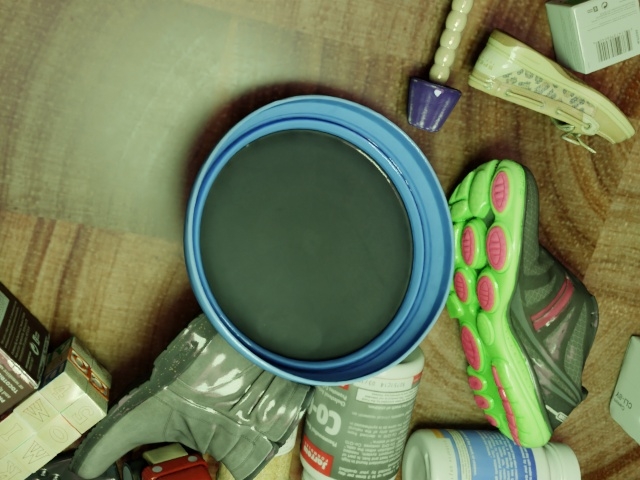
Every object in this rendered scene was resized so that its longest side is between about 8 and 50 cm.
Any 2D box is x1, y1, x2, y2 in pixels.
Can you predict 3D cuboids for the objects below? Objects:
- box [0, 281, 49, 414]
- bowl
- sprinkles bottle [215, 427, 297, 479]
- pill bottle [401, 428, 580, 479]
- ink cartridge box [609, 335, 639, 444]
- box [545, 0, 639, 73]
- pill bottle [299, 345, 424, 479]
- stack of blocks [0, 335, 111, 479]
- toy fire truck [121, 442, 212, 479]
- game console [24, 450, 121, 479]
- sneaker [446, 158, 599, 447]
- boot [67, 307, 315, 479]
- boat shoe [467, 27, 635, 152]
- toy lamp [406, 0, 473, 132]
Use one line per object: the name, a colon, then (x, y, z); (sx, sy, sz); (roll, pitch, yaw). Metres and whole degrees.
box: (-0.502, 0.160, 1.122); (0.203, 0.168, 0.167); (-36, 113, 2)
bowl: (0.000, 0.000, 1.145); (0.391, 0.077, 0.391); (4, 81, -24)
sprinkles bottle: (-0.084, 0.219, 1.266); (0.121, 0.121, 0.355); (4, 109, -14)
pill bottle: (0.286, 0.393, 1.397); (0.272, 0.152, 0.152); (5, 108, -14)
ink cartridge box: (0.733, 0.292, 1.395); (0.384, 0.279, 0.160); (4, 108, -15)
box: (0.396, -0.308, 1.206); (0.101, 0.087, 0.102); (-21, 112, -5)
pill bottle: (0.055, 0.286, 1.301); (0.161, 0.161, 0.283); (6, 107, -15)
stack of blocks: (-0.437, 0.267, 1.172); (0.297, 0.171, 0.087); (-38, 110, 1)
toy fire truck: (-0.212, 0.452, 1.231); (0.158, 0.246, 0.217); (-8, 112, -33)
game console: (-0.409, 0.498, 1.264); (0.250, 0.173, 0.293); (-12, 112, -8)
sneaker: (0.316, 0.088, 1.307); (0.202, 0.185, 0.483); (-25, 117, -23)
boot: (-0.182, 0.273, 1.174); (0.222, 0.118, 0.338); (43, 108, -6)
boat shoe: (0.338, -0.206, 1.221); (0.285, 0.104, 0.089); (26, 107, -23)
toy lamp: (0.184, -0.288, 1.169); (0.080, 0.080, 0.275); (11, 107, -16)
